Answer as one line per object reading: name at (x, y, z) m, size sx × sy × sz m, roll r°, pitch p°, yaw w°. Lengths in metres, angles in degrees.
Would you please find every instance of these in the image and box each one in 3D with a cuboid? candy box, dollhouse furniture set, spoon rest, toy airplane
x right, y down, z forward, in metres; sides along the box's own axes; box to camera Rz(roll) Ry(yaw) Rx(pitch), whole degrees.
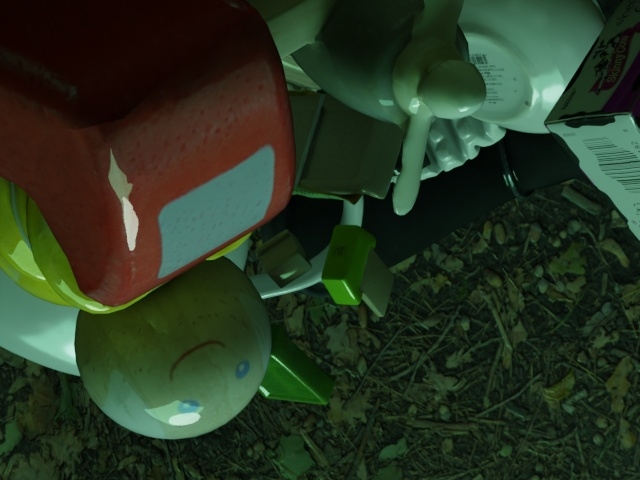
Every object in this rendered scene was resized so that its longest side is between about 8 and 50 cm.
candy box at (0.255, -0.051, 0.894) m, size 0.233 × 0.159 × 0.071 m, roll 46°, pitch 154°, yaw -25°
dollhouse furniture set at (0.000, 0.000, 0.738) m, size 0.076 × 0.151 × 0.058 m, roll 2°, pitch 153°, yaw 29°
spoon rest at (0.069, -0.131, 0.971) m, size 0.276 × 0.137 × 0.084 m, roll 6°, pitch -134°, yaw 37°
toy airplane at (-0.120, -0.036, 0.650) m, size 0.386 × 0.272 × 0.384 m, roll -22°, pitch -166°, yaw 26°

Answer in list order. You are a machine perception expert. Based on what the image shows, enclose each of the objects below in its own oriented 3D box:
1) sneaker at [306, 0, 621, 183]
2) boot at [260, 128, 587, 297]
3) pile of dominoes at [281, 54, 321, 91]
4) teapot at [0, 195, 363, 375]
sneaker at (0.118, -0.118, 1.073) m, size 0.292 × 0.110 × 0.118 m, roll -16°, pitch -174°, yaw 35°
boot at (0.219, -0.074, 1.159) m, size 0.445 × 0.146 × 0.367 m, roll 0°, pitch -151°, yaw 40°
pile of dominoes at (-0.106, -0.145, 0.959) m, size 0.196 × 0.040 × 0.251 m, roll 21°, pitch 171°, yaw -27°
teapot at (-0.133, -0.047, 0.931) m, size 0.252 × 0.187 × 0.256 m, roll 42°, pitch -160°, yaw 18°
